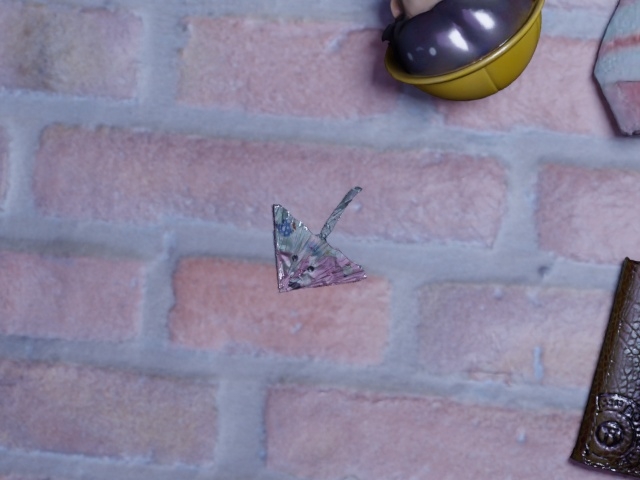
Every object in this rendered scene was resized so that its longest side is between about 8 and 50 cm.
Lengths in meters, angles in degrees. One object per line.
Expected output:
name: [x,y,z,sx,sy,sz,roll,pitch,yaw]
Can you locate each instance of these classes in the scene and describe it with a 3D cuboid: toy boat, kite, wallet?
toy boat: [0.404,-0.252,1.900,0.206,0.096,0.282,0,85,22]
kite: [0.000,0.000,2.003,0.139,0.011,0.156,36,99,1]
wallet: [0.376,0.150,1.947,0.133,0.039,0.243,15,98,3]

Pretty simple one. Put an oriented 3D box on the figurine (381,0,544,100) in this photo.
figurine: [0.138,-0.277,1.883,0.192,0.167,0.256,-21,93,32]
